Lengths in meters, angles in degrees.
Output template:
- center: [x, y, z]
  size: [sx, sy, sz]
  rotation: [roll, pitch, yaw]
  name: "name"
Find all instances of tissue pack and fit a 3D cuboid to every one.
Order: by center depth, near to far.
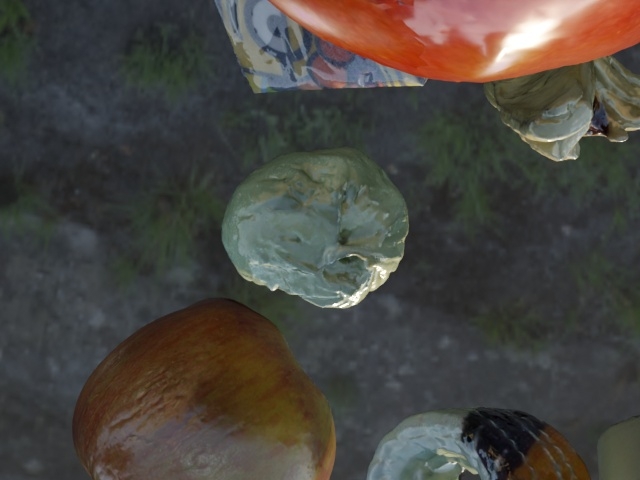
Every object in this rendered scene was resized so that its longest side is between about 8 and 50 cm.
- center: [0.005, -0.158, 0.898]
  size: [0.148, 0.060, 0.108]
  rotation: [3, 129, 38]
  name: "tissue pack"

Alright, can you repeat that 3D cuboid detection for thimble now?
- center: [0.162, 0.292, 1.416]
  size: [0.150, 0.237, 0.237]
  rotation: [5, 150, -46]
  name: "thimble"

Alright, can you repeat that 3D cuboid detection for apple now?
- center: [-0.090, 0.156, 1.080]
  size: [0.188, 0.211, 0.211]
  rotation: [-36, 140, -9]
  name: "apple"

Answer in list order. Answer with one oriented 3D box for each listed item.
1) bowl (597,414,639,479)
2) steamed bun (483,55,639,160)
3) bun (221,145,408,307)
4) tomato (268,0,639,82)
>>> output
- center: [0.469, 0.325, 1.463]
  size: [0.354, 0.185, 0.354]
  rotation: [9, 155, 4]
  name: "bowl"
- center: [0.418, -0.243, 2.224]
  size: [0.247, 0.428, 0.189]
  rotation: [-38, 110, 8]
  name: "steamed bun"
- center: [0.000, 0.000, 1.525]
  size: [0.212, 0.126, 0.204]
  rotation: [-16, 125, -4]
  name: "bun"
- center: [0.081, -0.222, 0.518]
  size: [0.325, 0.293, 0.290]
  rotation: [-36, 160, -11]
  name: "tomato"
